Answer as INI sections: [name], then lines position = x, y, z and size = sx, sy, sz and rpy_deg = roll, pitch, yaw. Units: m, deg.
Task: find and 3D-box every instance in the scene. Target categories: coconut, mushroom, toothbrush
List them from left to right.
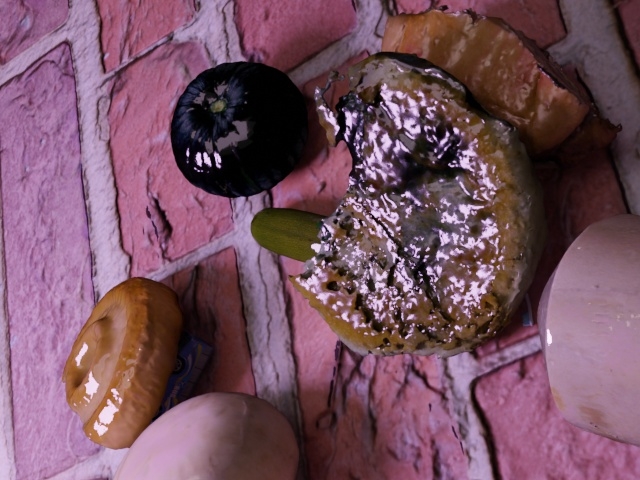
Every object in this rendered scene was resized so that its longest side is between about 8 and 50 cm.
[mushroom]
position = -0.133, 0.306, 1.333
size = 0.246, 0.202, 0.246
rpy_deg = -28, 15, 8
[toothbrush]
position = 0.223, 0.037, 1.255
size = 0.013, 0.011, 0.131
rpy_deg = -14, 63, 11
[coconut]
position = 0.310, 0.085, 1.035
size = 0.241, 0.241, 0.241
rpy_deg = -15, 65, 35

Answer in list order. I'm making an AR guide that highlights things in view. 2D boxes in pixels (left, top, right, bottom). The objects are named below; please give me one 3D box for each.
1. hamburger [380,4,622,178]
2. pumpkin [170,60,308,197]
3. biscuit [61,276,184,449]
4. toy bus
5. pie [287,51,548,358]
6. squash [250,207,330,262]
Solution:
[hamburger]
position = 0.185, -0.169, 1.266
size = 0.245, 0.155, 0.282
rpy_deg = -36, 61, 30
[pumpkin]
position = -0.110, -0.150, 1.510
size = 0.202, 0.140, 0.202
rpy_deg = -12, 57, 20
[biscuit]
position = -0.272, 0.149, 1.506
size = 0.213, 0.091, 0.274
rpy_deg = -64, 24, -1
[toy bus]
position = -0.203, 0.198, 1.505
size = 0.051, 0.061, 0.153
rpy_deg = 26, 89, 59
[pie]
position = 0.105, -0.018, 1.236
size = 0.296, 0.078, 0.371
rpy_deg = 22, 119, 24
[squash]
position = 0.000, 0.000, 1.412
size = 0.252, 0.066, 0.066
rpy_deg = 15, 84, 41
